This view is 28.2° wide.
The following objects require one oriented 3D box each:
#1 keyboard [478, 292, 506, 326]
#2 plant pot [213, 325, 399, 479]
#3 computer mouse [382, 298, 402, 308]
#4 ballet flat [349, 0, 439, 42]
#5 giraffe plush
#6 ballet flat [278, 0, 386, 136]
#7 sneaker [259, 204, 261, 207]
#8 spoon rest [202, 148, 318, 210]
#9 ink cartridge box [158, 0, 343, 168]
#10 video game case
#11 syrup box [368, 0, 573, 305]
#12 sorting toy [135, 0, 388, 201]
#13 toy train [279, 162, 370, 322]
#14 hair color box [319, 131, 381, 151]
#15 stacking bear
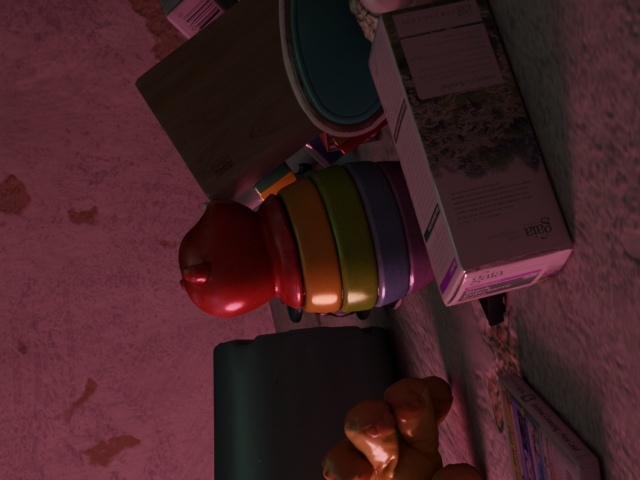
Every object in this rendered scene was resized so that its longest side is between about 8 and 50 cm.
[{"bbox_3d":[0.155,-0.007,1.170,0.108,0.023,0.180,-105,5,-57],"label":"keyboard"},{"bbox_3d":[-0.013,0.300,1.800,0.341,0.341,0.334,124,140,-78],"label":"plant pot"},{"bbox_3d":[0.083,0.046,1.638,0.193,0.042,0.106,102,153,-70],"label":"computer mouse"},{"bbox_3d":[0.050,-0.274,1.186,0.077,0.091,0.241,19,-128,-66],"label":"ballet flat"},{"bbox_3d":[0.117,0.283,1.468,0.170,0.181,0.210,45,143,32],"label":"giraffe plush"},{"bbox_3d":[0.009,-0.293,1.301,0.139,0.139,0.400,133,129,-80],"label":"ballet flat"},{"bbox_3d":[-0.054,-0.116,2.104,0.161,0.102,0.282,122,134,-74],"label":"sneaker"},{"bbox_3d":[-0.083,-0.127,2.031,0.276,0.084,0.137,-47,68,34],"label":"spoon rest"},{"bbox_3d":[-0.111,-0.284,1.787,0.324,0.071,0.330,41,-168,-32],"label":"ink cartridge box"},{"bbox_3d":[0.216,0.251,1.153,0.193,0.023,0.212,-128,25,-70],"label":"video game case"},{"bbox_3d":[0.119,-0.075,1.050,0.096,0.093,0.237,103,152,-71],"label":"syrup box"},{"bbox_3d":[-0.046,-0.167,1.424,0.089,0.257,0.255,52,-179,-44],"label":"sorting toy"},{"bbox_3d":[0.000,0.000,1.851,0.334,0.142,0.190,-125,35,-73],"label":"toy train"},{"bbox_3d":[0.022,-0.169,1.612,0.141,0.072,0.043,-116,15,-53],"label":"hair color box"},{"bbox_3d":[-0.004,-0.001,1.298,0.175,0.289,0.164,156,101,-81],"label":"stacking bear"}]
